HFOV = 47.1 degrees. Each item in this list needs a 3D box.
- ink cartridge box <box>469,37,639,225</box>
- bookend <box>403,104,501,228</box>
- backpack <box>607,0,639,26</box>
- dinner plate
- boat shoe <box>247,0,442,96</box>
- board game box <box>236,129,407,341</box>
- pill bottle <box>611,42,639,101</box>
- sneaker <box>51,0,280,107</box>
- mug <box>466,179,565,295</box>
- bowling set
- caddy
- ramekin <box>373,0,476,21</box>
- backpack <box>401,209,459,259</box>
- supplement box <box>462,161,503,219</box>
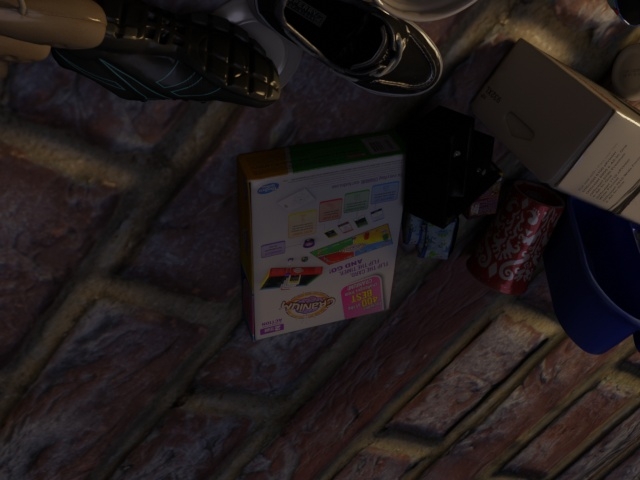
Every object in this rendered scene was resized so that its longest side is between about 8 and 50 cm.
[{"bbox_3d":[0.405,-0.143,1.067,0.307,0.223,0.129,16,120,-35],"label":"ink cartridge box"},{"bbox_3d":[0.194,-0.126,1.042,0.157,0.072,0.156,-38,142,-34],"label":"bookend"},{"bbox_3d":[0.417,-0.376,0.945,0.158,0.117,0.173,-35,134,6],"label":"backpack"},{"bbox_3d":[-0.086,-0.230,0.902,0.141,0.017,0.141,-13,134,-14],"label":"dinner plate"},{"bbox_3d":[0.054,-0.240,0.890,0.301,0.102,0.108,20,111,-40],"label":"boat shoe"},{"bbox_3d":[0.000,0.000,1.108,0.242,0.064,0.316,-11,132,-17],"label":"board game box"},{"bbox_3d":[0.537,-0.255,1.129,0.160,0.087,0.087,-2,129,-25],"label":"pill bottle"},{"bbox_3d":[-0.173,-0.207,0.835,0.267,0.101,0.106,16,145,-27],"label":"sneaker"},{"bbox_3d":[0.334,-0.016,1.250,0.113,0.150,0.169,22,119,4],"label":"mug"},{"bbox_3d":[-0.326,-0.258,0.667,0.154,0.287,0.199,-3,90,-44],"label":"bowling set"},{"bbox_3d":[0.510,0.033,1.200,0.241,0.341,0.179,8,140,-9],"label":"caddy"},{"bbox_3d":[0.113,-0.363,0.816,0.207,0.109,0.207,-14,134,-15],"label":"ramekin"},{"bbox_3d":[0.168,-0.030,1.141,0.084,0.105,0.114,0,133,3],"label":"backpack"},{"bbox_3d":[0.254,-0.081,1.175,0.055,0.043,0.083,-14,132,-15],"label":"supplement box"}]
